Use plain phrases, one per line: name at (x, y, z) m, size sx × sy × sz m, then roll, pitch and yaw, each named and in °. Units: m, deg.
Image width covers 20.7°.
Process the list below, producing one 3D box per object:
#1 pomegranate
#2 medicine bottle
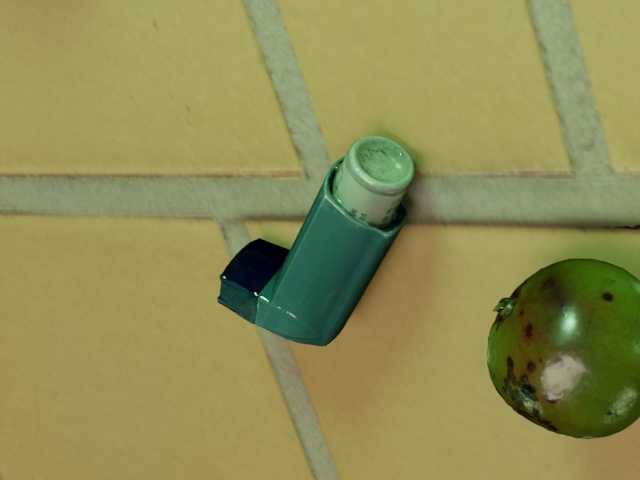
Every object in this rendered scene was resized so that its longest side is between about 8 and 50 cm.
pomegranate at (0.236, 0.098, 1.461) m, size 0.205 × 0.159 × 0.159 m, roll 18°, pitch 136°, yaw -6°
medicine bottle at (0.000, 0.000, 1.611) m, size 0.124 × 0.079 × 0.258 m, roll 39°, pitch 137°, yaw 8°
